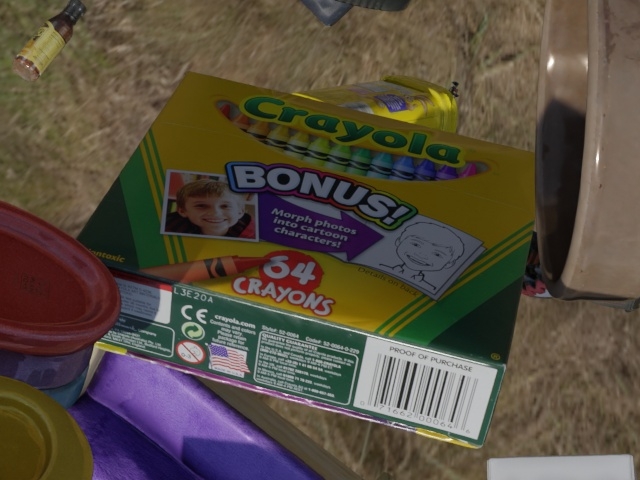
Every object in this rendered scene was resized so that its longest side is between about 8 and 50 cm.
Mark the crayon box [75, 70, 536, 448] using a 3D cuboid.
[{"bbox_3d":[0.000,0.000,1.178,0.363,0.313,0.106,14,129,6],"label":"crayon box"}]

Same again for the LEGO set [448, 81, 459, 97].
[{"bbox_3d":[0.170,-0.189,1.810,0.023,0.054,0.083,26,139,12],"label":"LEGO set"}]

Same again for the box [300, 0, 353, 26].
[{"bbox_3d":[0.122,-0.530,1.306,0.297,0.480,0.472,43,123,-8],"label":"box"}]

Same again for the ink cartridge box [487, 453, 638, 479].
[{"bbox_3d":[0.351,0.425,1.855,0.198,0.270,0.197,-4,66,15],"label":"ink cartridge box"}]

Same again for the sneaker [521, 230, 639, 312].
[{"bbox_3d":[0.336,0.036,1.618,0.135,0.097,0.276,34,154,-19],"label":"sneaker"}]

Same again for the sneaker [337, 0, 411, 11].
[{"bbox_3d":[-0.039,-0.226,0.616,0.124,0.295,0.178,33,104,44],"label":"sneaker"}]

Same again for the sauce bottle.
[{"bbox_3d":[-0.354,-0.266,1.739,0.042,0.128,0.042,24,151,14],"label":"sauce bottle"}]

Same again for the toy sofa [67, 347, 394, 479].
[{"bbox_3d":[-0.122,0.236,1.393,0.362,0.177,0.150,38,132,5],"label":"toy sofa"}]

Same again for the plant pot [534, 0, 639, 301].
[{"bbox_3d":[0.266,-0.087,0.857,0.229,0.263,0.263,1,112,3],"label":"plant pot"}]

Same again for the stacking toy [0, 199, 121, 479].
[{"bbox_3d":[-0.292,0.089,0.912,0.279,0.309,0.130,25,119,-12],"label":"stacking toy"}]

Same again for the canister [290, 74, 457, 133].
[{"bbox_3d":[0.057,-0.144,1.551,0.126,0.170,0.073,26,120,46],"label":"canister"}]
